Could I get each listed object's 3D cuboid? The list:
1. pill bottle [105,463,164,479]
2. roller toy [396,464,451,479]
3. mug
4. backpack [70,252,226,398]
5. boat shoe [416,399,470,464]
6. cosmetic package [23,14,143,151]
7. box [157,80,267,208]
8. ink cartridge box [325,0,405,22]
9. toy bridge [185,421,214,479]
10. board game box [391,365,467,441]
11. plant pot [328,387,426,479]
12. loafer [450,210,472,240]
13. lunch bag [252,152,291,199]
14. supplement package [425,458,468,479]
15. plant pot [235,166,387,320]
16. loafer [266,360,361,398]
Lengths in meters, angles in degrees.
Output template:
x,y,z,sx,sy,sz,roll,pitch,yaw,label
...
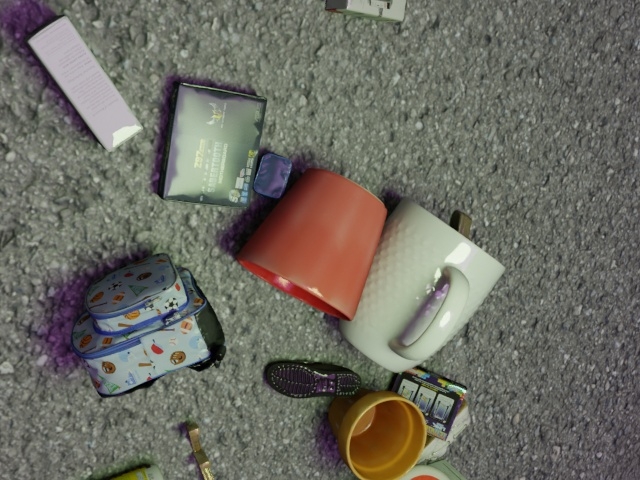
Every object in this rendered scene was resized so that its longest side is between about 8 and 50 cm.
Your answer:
x,y,z,sx,sy,sz,roll,pitch,yaw,label
-0.430,0.558,1.565,0.215,0.117,0.117,-15,111,-22,pill bottle
0.225,0.625,1.751,0.209,0.146,0.191,34,66,-6,roller toy
0.209,0.124,1.613,0.276,0.374,0.328,34,95,-15,mug
-0.340,0.165,1.426,0.263,0.276,0.213,-31,111,-8,backpack
0.282,0.519,1.913,0.277,0.098,0.096,-34,116,-15,boat shoe
-0.421,-0.279,1.332,0.085,0.117,0.231,-38,118,-10,cosmetic package
-0.216,-0.187,1.490,0.183,0.059,0.233,6,101,-26,box
0.093,-0.488,1.533,0.135,0.099,0.056,2,102,-28,ink cartridge box
-0.262,0.484,1.656,0.026,0.063,0.188,-21,111,-19,toy bridge
0.256,0.394,1.844,0.170,0.048,0.141,23,96,8,board game box
0.112,0.433,1.748,0.205,0.188,0.205,-4,101,-24,plant pot
0.338,0.004,1.818,0.050,0.056,0.148,7,101,-21,loafer
-0.102,-0.131,1.558,0.067,0.065,0.098,19,93,-9,lunch bag
0.253,0.684,1.923,0.244,0.139,0.134,-10,108,-21,supplement package
0.000,0.000,1.552,0.275,0.275,0.243,34,78,-29,plant pot
-0.019,0.319,1.724,0.220,0.078,0.080,10,96,-10,loafer
